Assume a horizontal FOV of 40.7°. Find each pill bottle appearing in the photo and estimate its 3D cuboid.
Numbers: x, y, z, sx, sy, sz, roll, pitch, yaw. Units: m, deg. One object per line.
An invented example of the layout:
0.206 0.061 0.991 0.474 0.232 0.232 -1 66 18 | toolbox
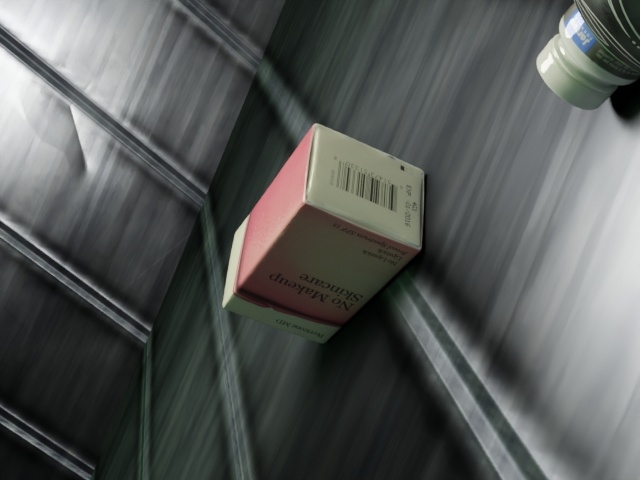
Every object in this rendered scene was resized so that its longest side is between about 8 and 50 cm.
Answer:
0.233 -0.169 0.656 0.137 0.078 0.078 -51 23 42 | pill bottle

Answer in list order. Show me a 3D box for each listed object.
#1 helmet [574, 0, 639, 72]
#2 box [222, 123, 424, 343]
0.219 -0.172 0.489 0.169 0.161 0.169 0 -90 -82 | helmet
0.000 0.000 1.020 0.232 0.148 0.127 -50 25 45 | box
